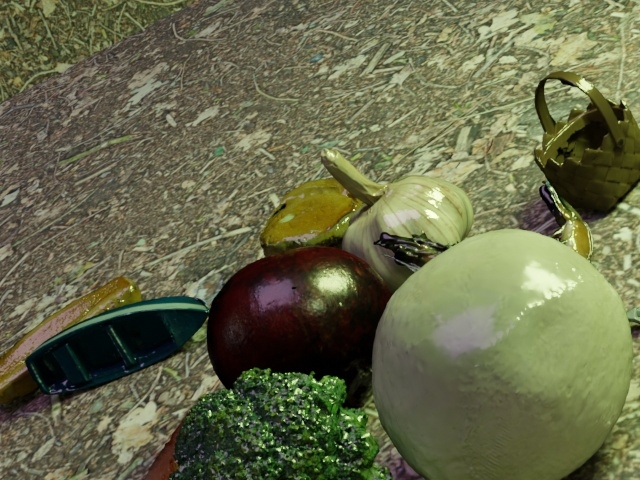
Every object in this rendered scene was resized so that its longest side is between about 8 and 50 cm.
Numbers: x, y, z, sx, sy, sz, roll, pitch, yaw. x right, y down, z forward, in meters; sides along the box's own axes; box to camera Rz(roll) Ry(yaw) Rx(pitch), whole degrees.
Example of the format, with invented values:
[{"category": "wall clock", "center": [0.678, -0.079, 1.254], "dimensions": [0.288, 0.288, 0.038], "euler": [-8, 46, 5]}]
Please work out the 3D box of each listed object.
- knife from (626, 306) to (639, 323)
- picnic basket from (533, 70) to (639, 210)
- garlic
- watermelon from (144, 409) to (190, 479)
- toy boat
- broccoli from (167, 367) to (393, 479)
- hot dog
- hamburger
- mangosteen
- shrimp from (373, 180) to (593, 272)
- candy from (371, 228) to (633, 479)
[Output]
[{"category": "knife", "center": [0.339, 0.090, 1.456], "dimensions": [0.184, 0.026, 0.022], "euler": [-8, -6, 40]}, {"category": "picnic basket", "center": [0.340, -0.139, 1.671], "dimensions": [0.138, 0.178, 0.128], "euler": [-43, 29, -24]}, {"category": "garlic", "center": [0.075, -0.040, 1.703], "dimensions": [0.199, 0.226, 0.199], "euler": [-43, 13, 12]}, {"category": "watermelon", "center": [-0.110, 0.274, 1.517], "dimensions": [0.145, 0.137, 0.193], "euler": [37, 64, 23]}, {"category": "toy boat", "center": [-0.293, 0.145, 1.911], "dimensions": [0.299, 0.096, 0.062], "euler": [-21, 20, 14]}, {"category": "broccoli", "center": [-0.031, 0.260, 1.303], "dimensions": [0.261, 0.241, 0.269], "euler": [-31, 69, 24]}, {"category": "hot dog", "center": [-0.404, 0.158, 2.026], "dimensions": [0.289, 0.068, 0.083], "euler": [-36, 50, -21]}, {"category": "hamburger", "center": [0.000, 0.000, 1.860], "dimensions": [0.177, 0.113, 0.185], "euler": [-34, 34, -20]}, {"category": "mangosteen", "center": [-0.011, 0.140, 1.553], "dimensions": [0.235, 0.235, 0.261], "euler": [-24, 71, 11]}, {"category": "shrimp", "center": [0.211, -0.007, 1.600], "dimensions": [0.262, 0.051, 0.198], "euler": [16, 54, 16]}, {"category": "candy", "center": [0.182, 0.123, 1.326], "dimensions": [0.295, 0.185, 0.295], "euler": [-10, 63, 21]}]
